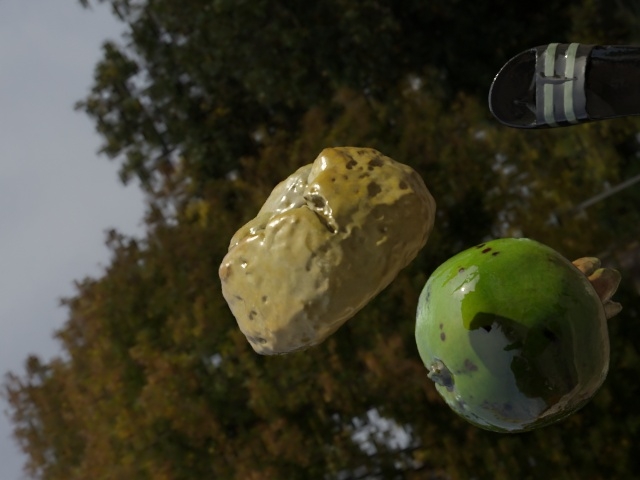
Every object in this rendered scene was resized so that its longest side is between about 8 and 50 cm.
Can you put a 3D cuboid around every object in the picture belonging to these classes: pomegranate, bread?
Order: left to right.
[{"bbox_3d":[0.000,0.000,1.307,0.134,0.244,0.244,47,-160,-11],"label":"bread"},{"bbox_3d":[0.253,0.097,1.544,0.301,0.236,0.236,-21,-98,-34],"label":"pomegranate"}]

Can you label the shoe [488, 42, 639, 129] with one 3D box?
[{"bbox_3d":[0.228,-0.131,1.088,0.049,0.179,0.071,-17,-76,-79],"label":"shoe"}]
